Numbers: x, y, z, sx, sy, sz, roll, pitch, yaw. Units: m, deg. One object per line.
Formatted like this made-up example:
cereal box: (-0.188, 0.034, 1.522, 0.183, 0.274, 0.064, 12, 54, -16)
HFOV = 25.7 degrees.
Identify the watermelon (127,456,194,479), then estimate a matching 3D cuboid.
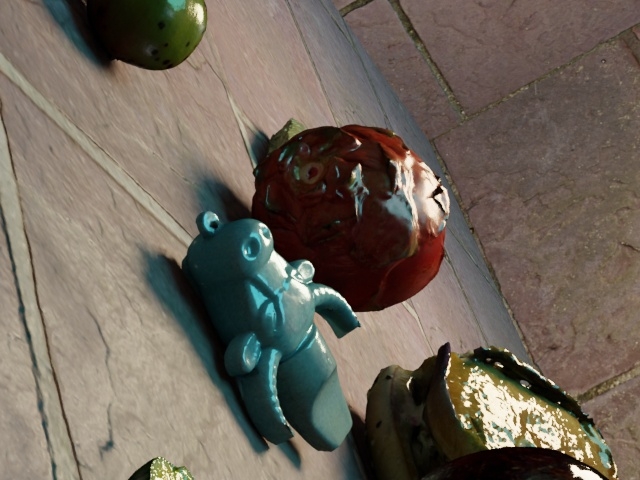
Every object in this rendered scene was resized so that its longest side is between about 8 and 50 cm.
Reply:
watermelon: (-0.099, 0.191, 0.878, 0.105, 0.062, 0.105, -23, 90, -85)

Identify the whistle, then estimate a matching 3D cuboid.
whistle: (-0.046, 0.086, 1.333, 0.274, 0.093, 0.186, 60, 37, -22)

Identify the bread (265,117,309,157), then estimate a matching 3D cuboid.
bread: (-0.017, -0.100, 1.925, 0.172, 0.064, 0.232, 27, 20, -50)

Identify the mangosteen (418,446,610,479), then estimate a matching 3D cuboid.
mangosteen: (0.164, 0.336, 1.178, 0.330, 0.330, 0.330, 58, 11, -18)

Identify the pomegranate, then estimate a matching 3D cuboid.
pomegranate: (-0.177, -0.256, 1.447, 0.129, 0.129, 0.159, -3, 102, -78)

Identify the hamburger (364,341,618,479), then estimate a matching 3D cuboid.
hamburger: (0.201, 0.278, 1.612, 0.318, 0.195, 0.276, 40, 32, -25)

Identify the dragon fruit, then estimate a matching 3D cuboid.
dragon fruit: (0.033, -0.025, 1.632, 0.241, 0.241, 0.252, 63, -4, 6)
